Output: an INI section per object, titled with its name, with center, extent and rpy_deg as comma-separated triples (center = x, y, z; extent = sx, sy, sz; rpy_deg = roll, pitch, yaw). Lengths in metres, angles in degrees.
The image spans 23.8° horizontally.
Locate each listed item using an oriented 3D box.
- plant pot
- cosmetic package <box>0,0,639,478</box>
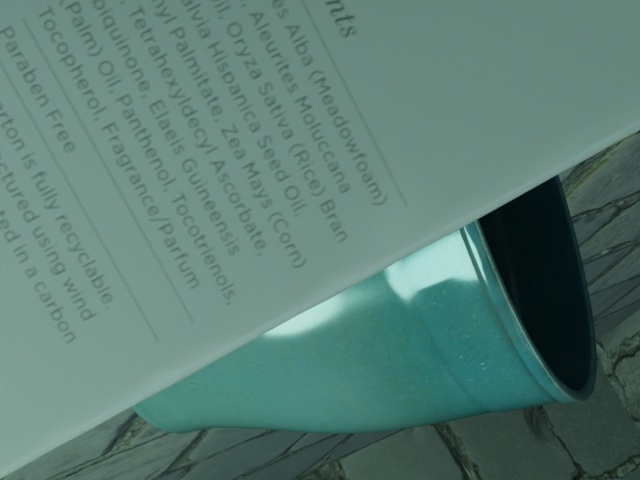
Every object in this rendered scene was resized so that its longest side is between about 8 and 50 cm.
[plant pot]
center = 0.000, 0.000, 0.913
extent = 0.255, 0.271, 0.272
rpy_deg = -19, 169, 19
[cosmetic package]
center = 0.016, -0.098, 0.621
extent = 0.453, 0.161, 0.230
rpy_deg = -29, -168, -2
